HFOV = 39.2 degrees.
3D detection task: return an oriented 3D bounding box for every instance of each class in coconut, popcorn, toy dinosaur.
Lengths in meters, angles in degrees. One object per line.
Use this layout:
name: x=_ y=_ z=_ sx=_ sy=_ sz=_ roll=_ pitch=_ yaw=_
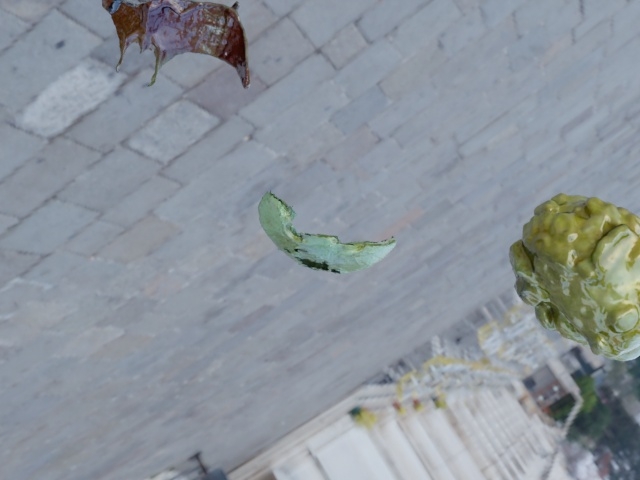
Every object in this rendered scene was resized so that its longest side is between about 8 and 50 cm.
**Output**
coconut: x=0.001 y=0.004 z=0.993 sx=0.158 sy=0.055 sz=0.133 roll=16 pitch=160 yaw=-5
popcorn: x=0.373 y=0.048 z=1.205 sx=0.192 sy=0.233 sz=0.266 roll=-45 pitch=124 yaw=-13
toy dinosaur: x=-0.235 y=-0.303 z=1.237 sx=0.206 sy=0.327 sz=0.113 roll=-39 pitch=-174 yaw=26

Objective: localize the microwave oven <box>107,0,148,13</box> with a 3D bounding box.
microwave oven: x=-0.162 y=-0.207 z=0.343 sx=0.247 sy=0.188 sz=0.178 roll=9 pitch=-173 yaw=-19
